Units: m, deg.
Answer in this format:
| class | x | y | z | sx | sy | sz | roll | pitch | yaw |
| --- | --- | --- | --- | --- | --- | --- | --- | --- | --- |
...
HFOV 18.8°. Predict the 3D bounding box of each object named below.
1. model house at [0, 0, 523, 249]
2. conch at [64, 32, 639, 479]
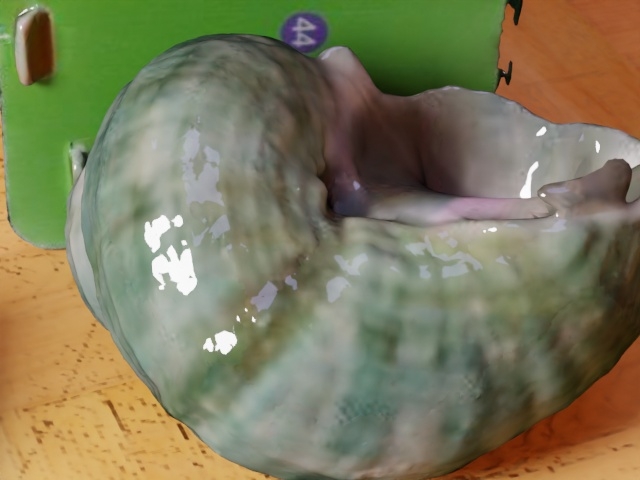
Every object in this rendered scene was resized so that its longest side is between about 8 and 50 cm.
| class | x | y | z | sx | sy | sz | roll | pitch | yaw |
| --- | --- | --- | --- | --- | --- | --- | --- | --- | --- |
| model house | -0.048 | -0.223 | 0.931 | 0.242 | 0.358 | 0.313 | -6 | 40 | -7 |
| conch | 0.000 | 0.000 | 0.805 | 0.277 | 0.195 | 0.220 | -2 | 36 | 35 |
